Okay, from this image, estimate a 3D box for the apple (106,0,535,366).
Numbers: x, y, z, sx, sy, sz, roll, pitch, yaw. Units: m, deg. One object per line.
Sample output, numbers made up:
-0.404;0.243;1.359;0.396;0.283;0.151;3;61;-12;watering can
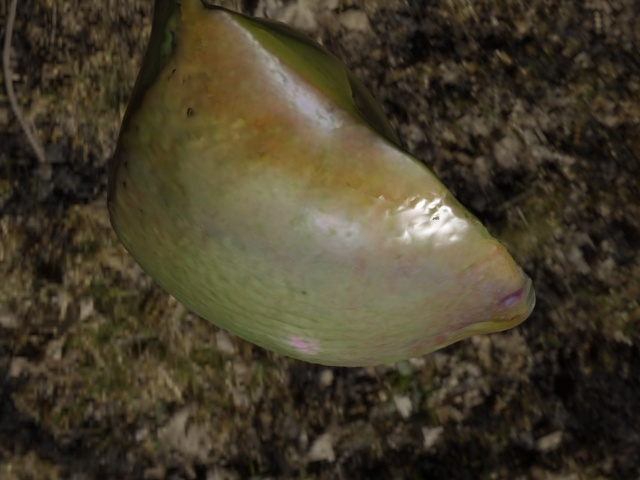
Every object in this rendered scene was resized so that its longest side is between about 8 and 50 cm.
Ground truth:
0.000;0.000;0.636;0.193;0.265;0.120;35;87;6;apple
